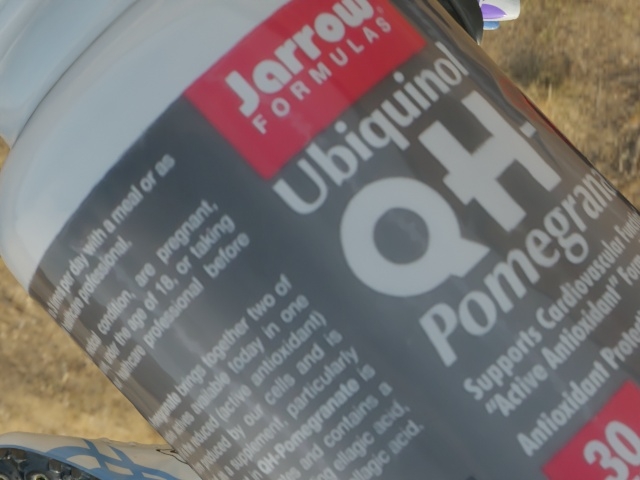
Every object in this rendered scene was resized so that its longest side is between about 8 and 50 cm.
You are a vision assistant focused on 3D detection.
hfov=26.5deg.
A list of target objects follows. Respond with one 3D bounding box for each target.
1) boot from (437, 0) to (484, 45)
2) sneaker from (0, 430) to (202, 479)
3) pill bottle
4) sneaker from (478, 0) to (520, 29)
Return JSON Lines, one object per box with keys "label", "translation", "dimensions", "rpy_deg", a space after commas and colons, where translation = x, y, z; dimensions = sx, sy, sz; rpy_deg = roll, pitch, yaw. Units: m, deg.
{"label": "boot", "translation": [-0.039, -0.137, 1.182], "dimensions": [0.348, 0.260, 0.131], "rpy_deg": [-33, 117, -5]}
{"label": "sneaker", "translation": [-0.094, 0.151, 0.812], "dimensions": [0.237, 0.086, 0.085], "rpy_deg": [19, 130, -27]}
{"label": "pill bottle", "translation": [0.000, 0.000, 0.478], "dimensions": [0.318, 0.176, 0.176], "rpy_deg": [46, 125, 3]}
{"label": "sneaker", "translation": [0.120, -0.287, 1.602], "dimensions": [0.236, 0.323, 0.130], "rpy_deg": [15, 137, 1]}
